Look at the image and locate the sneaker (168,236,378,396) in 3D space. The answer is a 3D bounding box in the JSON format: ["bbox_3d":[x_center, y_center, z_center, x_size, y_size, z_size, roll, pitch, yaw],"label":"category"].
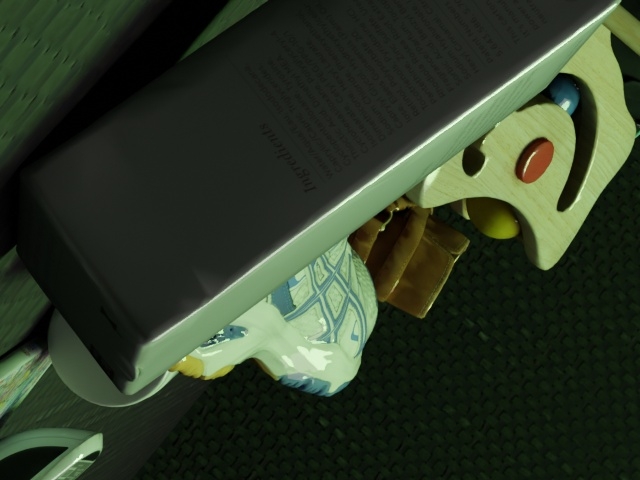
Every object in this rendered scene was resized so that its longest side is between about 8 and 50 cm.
[{"bbox_3d":[-0.016,-0.005,0.964,0.131,0.112,0.296,-57,166,7],"label":"sneaker"}]

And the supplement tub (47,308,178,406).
[{"bbox_3d":[-0.095,0.042,1.056,0.071,0.071,0.107,-51,177,15],"label":"supplement tub"}]

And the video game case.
[{"bbox_3d":[-0.171,0.086,1.027,0.087,0.011,0.122,-52,178,17],"label":"video game case"}]

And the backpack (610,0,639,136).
[{"bbox_3d":[0.156,-0.155,1.272,0.166,0.188,0.144,-53,176,38],"label":"backpack"}]

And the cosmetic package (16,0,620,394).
[{"bbox_3d":[-0.005,-0.045,0.774,0.231,0.085,0.117,-35,174,-16],"label":"cosmetic package"}]

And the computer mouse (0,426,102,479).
[{"bbox_3d":[-0.202,0.158,1.091,0.193,0.042,0.106,-40,172,-4],"label":"computer mouse"}]

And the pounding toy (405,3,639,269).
[{"bbox_3d":[0.112,-0.058,1.098,0.154,0.155,0.269,-47,149,-11],"label":"pounding toy"}]

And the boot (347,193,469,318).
[{"bbox_3d":[0.000,0.000,1.177,0.197,0.152,0.073,-48,177,-46],"label":"boot"}]
